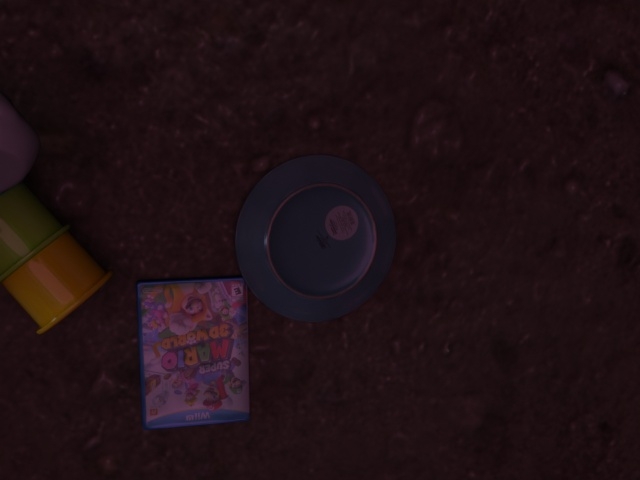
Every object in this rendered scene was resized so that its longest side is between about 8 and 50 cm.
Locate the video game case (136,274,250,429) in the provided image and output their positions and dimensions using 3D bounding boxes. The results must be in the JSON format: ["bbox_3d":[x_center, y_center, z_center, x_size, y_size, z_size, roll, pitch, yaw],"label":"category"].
[{"bbox_3d":[-0.139,0.123,0.788,0.119,0.015,0.166,-2,100,-13],"label":"video game case"}]

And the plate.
[{"bbox_3d":[0.000,0.000,0.788,0.188,0.024,0.188,-2,98,-16],"label":"plate"}]

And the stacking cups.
[{"bbox_3d":[-0.342,-0.053,0.682,0.096,0.096,0.316,-41,101,-4],"label":"stacking cups"}]

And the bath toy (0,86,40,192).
[{"bbox_3d":[-0.373,-0.034,0.587,0.348,0.151,0.129,-36,65,26],"label":"bath toy"}]
